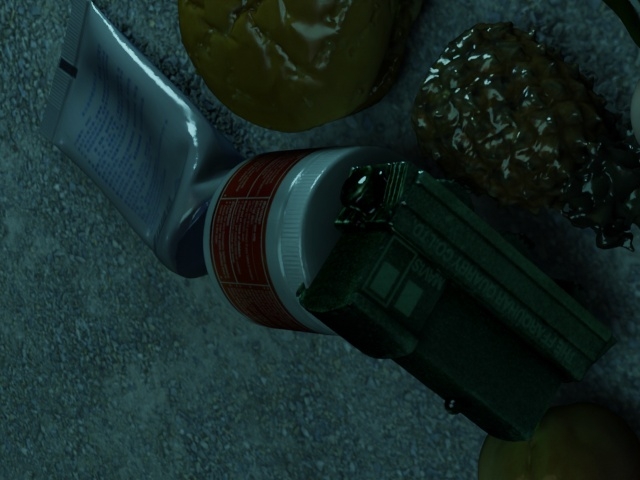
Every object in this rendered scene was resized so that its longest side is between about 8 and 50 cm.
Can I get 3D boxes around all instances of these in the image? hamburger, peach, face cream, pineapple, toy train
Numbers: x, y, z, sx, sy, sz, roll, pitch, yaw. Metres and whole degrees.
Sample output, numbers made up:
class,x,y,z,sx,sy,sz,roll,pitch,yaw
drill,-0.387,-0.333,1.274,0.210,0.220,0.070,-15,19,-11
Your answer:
class,x,y,z,sx,sy,sz,roll,pitch,yaw
hamburger,-0.037,-0.264,1.229,0.318,0.158,0.319,16,116,35
peach,0.254,0.257,1.209,0.184,0.184,0.184,15,117,33
face cream,0.000,0.000,1.259,0.187,0.201,0.201,1,109,52
pineapple,0.254,-0.065,1.083,0.340,0.169,0.169,36,127,20
face cream,-0.224,-0.108,1.480,0.420,0.137,0.235,44,131,26
toy train,0.129,0.067,1.140,0.330,0.178,0.138,39,163,-21

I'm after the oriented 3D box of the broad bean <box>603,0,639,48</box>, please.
class,x,y,z,sx,sy,sz,roll,pitch,yaw
broad bean,0.262,-0.237,1.084,0.227,0.039,0.069,41,122,19

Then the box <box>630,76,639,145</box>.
class,x,y,z,sx,sy,sz,roll,pitch,yaw
box,0.364,-0.115,0.978,0.200,0.146,0.088,4,128,25
